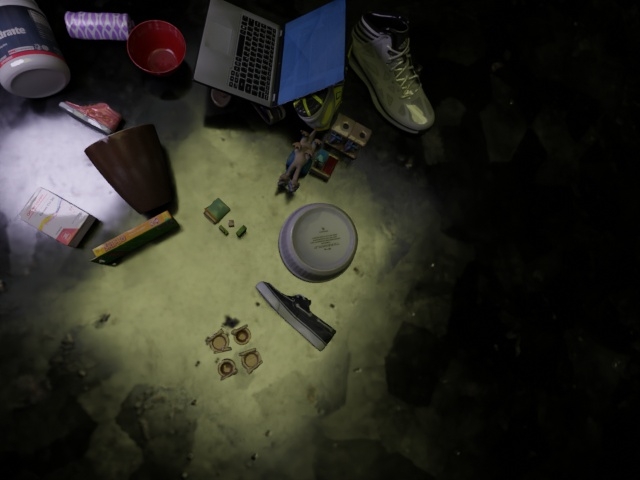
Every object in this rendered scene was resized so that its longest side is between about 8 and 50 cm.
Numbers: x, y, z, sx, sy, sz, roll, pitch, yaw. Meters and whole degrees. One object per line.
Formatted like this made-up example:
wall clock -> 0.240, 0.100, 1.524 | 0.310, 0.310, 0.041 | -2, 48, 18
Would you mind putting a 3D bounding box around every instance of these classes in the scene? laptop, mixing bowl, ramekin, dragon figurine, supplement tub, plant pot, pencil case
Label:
laptop -> -0.152, -0.647, 1.339 | 0.407, 0.236, 0.383 | 14, 63, -23
mixing bowl -> -0.531, -0.614, 1.396 | 0.181, 0.098, 0.182 | 1, 82, -10
ramekin -> 0.000, 0.000, 1.387 | 0.272, 0.127, 0.273 | 1, 82, -9
dragon figurine -> -0.062, -0.285, 1.432 | 0.085, 0.144, 0.289 | 27, 47, -5
supplement tub -> -0.906, -0.596, 1.282 | 0.191, 0.191, 0.273 | -25, 87, -12
plant pot -> -0.559, -0.206, 1.299 | 0.215, 0.215, 0.231 | -27, 103, -12
pencil case -> -0.719, -0.705, 1.386 | 0.205, 0.086, 0.088 | -2, 48, -12

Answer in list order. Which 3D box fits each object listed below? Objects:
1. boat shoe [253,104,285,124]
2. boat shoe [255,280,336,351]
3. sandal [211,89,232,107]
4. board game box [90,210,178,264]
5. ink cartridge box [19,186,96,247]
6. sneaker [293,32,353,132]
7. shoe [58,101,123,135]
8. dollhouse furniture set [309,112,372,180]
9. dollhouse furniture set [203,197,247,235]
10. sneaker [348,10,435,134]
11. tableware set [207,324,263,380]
boat shoe -> -0.216, -0.495, 1.436 | 0.228, 0.081, 0.068 | 49, 59, -3
boat shoe -> -0.074, 0.221, 1.355 | 0.301, 0.108, 0.102 | 43, 78, -4
sandal -> -0.323, -0.543, 1.446 | 0.072, 0.049, 0.180 | 22, 79, -6
board game box -> -0.568, -0.005, 1.293 | 0.259, 0.124, 0.039 | -33, 87, -12
ink cartridge box -> -0.815, -0.078, 1.290 | 0.198, 0.067, 0.115 | 30, 79, -4
sneaker -> 0.018, -0.540, 1.432 | 0.145, 0.147, 0.385 | 12, 69, 27
shoe -> -0.732, -0.411, 1.355 | 0.177, 0.063, 0.081 | 28, 77, -10
dollhouse furniture set -> 0.068, -0.302, 1.438 | 0.128, 0.129, 0.184 | 27, 78, -5
dollhouse furniture set -> -0.310, -0.072, 1.379 | 0.151, 0.058, 0.076 | 44, 77, -2
sneaker -> 0.259, -0.578, 1.443 | 0.169, 0.257, 0.448 | -40, 90, -12
tableware set -> -0.272, 0.355, 1.347 | 0.140, 0.020, 0.169 | -21, 86, -11
